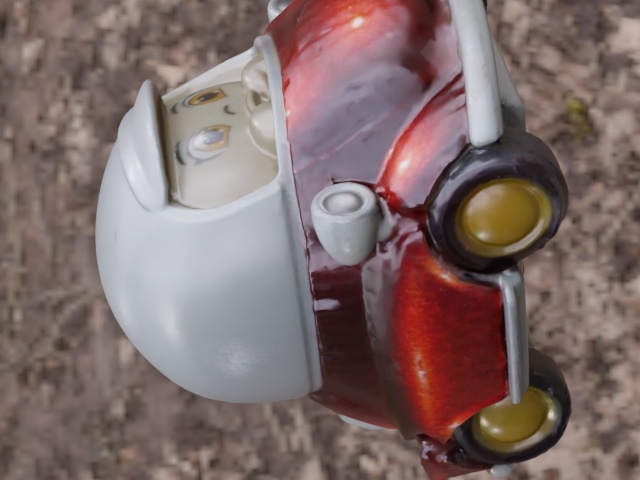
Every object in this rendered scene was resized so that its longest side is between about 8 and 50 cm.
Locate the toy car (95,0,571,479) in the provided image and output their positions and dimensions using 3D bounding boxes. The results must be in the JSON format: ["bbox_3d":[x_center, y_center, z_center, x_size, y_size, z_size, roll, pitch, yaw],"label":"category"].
[{"bbox_3d":[0.000,0.000,0.499,0.112,0.112,0.139,-104,4,-54],"label":"toy car"}]
